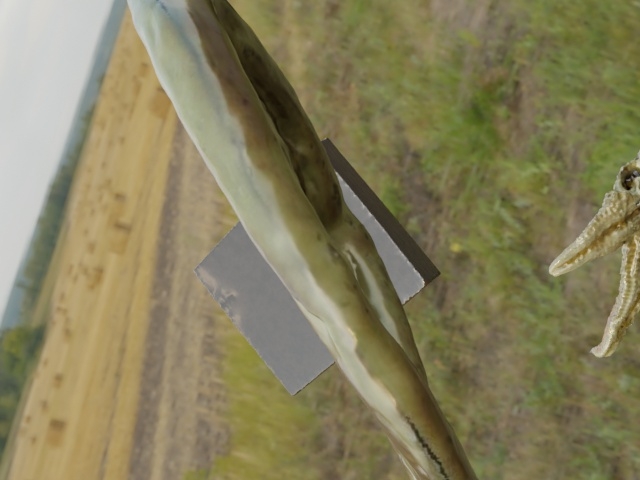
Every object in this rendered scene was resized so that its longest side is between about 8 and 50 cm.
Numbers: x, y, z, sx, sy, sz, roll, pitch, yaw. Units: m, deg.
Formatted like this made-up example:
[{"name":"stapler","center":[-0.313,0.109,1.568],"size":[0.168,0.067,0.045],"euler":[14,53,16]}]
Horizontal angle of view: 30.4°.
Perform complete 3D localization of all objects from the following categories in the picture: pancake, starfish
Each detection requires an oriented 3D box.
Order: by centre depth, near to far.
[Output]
[{"name":"pancake","center":[-0.001,0.000,0.434],"size":[0.031,0.250,0.250],"euler":[-28,21,4]},{"name":"starfish","center":[0.284,-0.028,0.955],"size":[0.247,0.138,0.050],"euler":[-48,43,-8]}]

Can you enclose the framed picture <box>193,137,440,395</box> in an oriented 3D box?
[{"name":"framed picture","center":[-0.008,0.024,0.873],"size":[0.168,0.128,0.023],"euler":[-44,-8,38]}]
